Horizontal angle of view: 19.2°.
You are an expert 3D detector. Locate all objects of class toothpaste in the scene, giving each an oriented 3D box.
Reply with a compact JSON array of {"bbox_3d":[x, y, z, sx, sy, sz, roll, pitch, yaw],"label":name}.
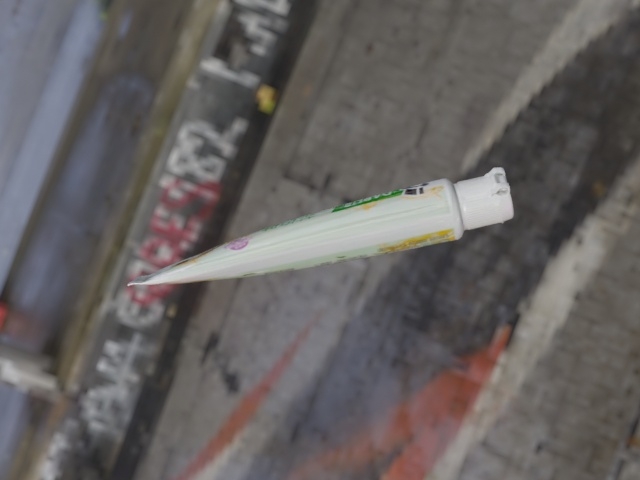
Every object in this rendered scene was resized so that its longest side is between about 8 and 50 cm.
[{"bbox_3d":[0.000,0.000,1.532,0.058,0.314,0.056,78,180,-49],"label":"toothpaste"}]
